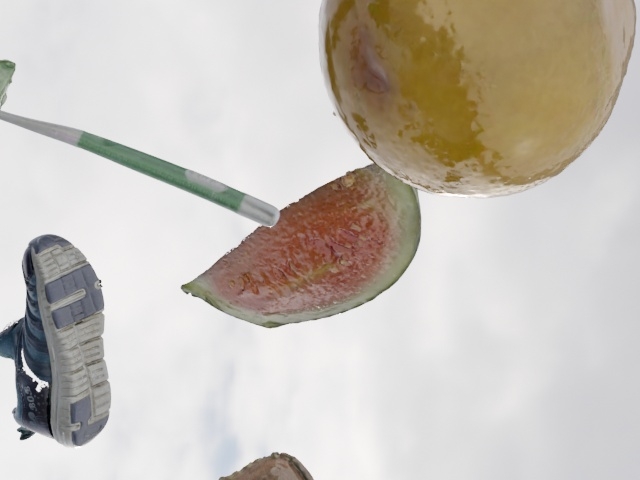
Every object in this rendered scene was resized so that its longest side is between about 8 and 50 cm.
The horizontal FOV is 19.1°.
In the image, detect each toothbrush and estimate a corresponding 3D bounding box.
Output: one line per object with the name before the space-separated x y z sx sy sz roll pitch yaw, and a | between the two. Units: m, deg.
toothbrush | -0.148 -0.063 1.324 0.018 0.257 0.024 -65 -3 -55

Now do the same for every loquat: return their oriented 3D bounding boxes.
loquat | 0.097 -0.126 1.200 0.208 0.208 0.208 0 -90 -67

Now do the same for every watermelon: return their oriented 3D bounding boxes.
watermelon | -0.001 0.005 1.492 0.119 0.245 0.063 21 -128 -40

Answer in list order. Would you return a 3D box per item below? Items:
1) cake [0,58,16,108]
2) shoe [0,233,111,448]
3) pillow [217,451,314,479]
cake | -0.241 -0.081 0.772 0.235 0.099 0.100 38 -138 -22
shoe | -0.263 0.096 1.813 0.091 0.106 0.207 -25 -64 -62
pillow | -0.088 0.278 1.744 0.034 0.211 0.135 -75 -39 -66
